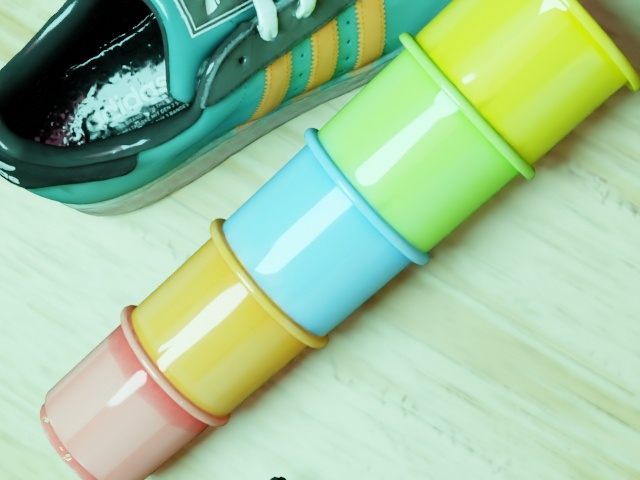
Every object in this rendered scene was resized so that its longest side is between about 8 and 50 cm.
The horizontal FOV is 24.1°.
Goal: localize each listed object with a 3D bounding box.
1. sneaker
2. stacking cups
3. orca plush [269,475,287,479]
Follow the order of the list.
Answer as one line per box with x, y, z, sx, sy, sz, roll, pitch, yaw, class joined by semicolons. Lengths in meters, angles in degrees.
-0.027;-0.113;0.695;0.302;0.121;0.108;-36;81;8;sneaker
0.000;0.000;0.696;0.316;0.096;0.096;-42;80;7;stacking cups
0.069;0.203;0.650;0.151;0.102;0.287;-44;66;-6;orca plush
